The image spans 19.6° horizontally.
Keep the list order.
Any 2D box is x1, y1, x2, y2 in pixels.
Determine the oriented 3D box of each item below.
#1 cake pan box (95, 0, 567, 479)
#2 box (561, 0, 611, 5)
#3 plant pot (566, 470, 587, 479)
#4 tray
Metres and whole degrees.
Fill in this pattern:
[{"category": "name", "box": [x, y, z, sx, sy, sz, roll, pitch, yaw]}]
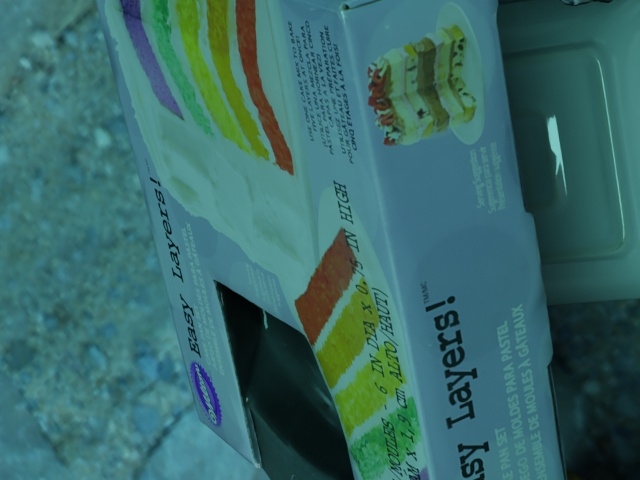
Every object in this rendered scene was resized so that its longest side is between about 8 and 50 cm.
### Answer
[{"category": "cake pan box", "box": [0.000, 0.000, 0.769, 0.245, 0.070, 0.267, 32, 138, 58]}, {"category": "box", "box": [0.073, -0.332, 0.714, 0.293, 0.212, 0.396, 28, 111, 18]}, {"category": "plant pot", "box": [0.141, 0.235, 0.809, 0.188, 0.205, 0.205, 29, 111, 1]}, {"category": "tray", "box": [0.040, -0.032, 0.887, 0.270, 0.030, 0.145, -6, 98, 26]}]
